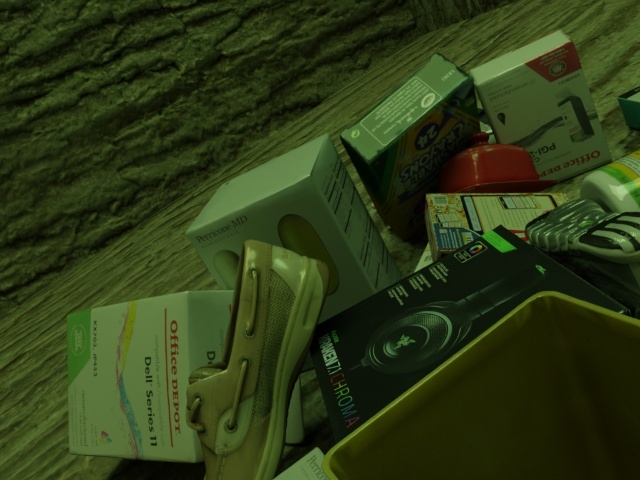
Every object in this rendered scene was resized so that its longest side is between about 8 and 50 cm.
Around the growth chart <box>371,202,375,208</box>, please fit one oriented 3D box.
[{"bbox_3d":[0.237,-0.117,1.290,0.237,0.021,0.172,-3,31,50],"label":"growth chart"}]

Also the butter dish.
[{"bbox_3d":[0.259,-0.113,0.998,0.160,0.119,0.160,-6,-8,-21],"label":"butter dish"}]

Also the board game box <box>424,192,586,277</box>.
[{"bbox_3d":[0.241,-0.011,0.829,0.193,0.045,0.147,0,33,4],"label":"board game box"}]

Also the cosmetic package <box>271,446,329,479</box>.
[{"bbox_3d":[-0.058,0.301,0.556,0.231,0.086,0.117,-35,21,-13],"label":"cosmetic package"}]

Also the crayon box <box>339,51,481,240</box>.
[{"bbox_3d":[0.174,-0.132,1.069,0.203,0.323,0.083,-40,60,-2],"label":"crayon box"}]

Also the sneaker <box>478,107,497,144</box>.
[{"bbox_3d":[0.269,-0.224,1.263,0.320,0.128,0.126,-12,-3,28],"label":"sneaker"}]

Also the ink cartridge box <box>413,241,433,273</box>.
[{"bbox_3d":[0.212,0.019,0.917,0.104,0.062,0.181,-13,25,33],"label":"ink cartridge box"}]

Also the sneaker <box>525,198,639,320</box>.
[{"bbox_3d":[0.299,0.034,0.675,0.086,0.132,0.229,-28,8,5],"label":"sneaker"}]

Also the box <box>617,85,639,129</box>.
[{"bbox_3d":[0.578,-0.206,0.978,0.100,0.060,0.244,-27,19,4],"label":"box"}]

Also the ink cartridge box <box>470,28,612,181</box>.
[{"bbox_3d":[0.361,-0.204,1.036,0.158,0.218,0.092,-23,25,17],"label":"ink cartridge box"}]

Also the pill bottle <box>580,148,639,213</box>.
[{"bbox_3d":[0.438,-0.066,0.707,0.245,0.136,0.136,-27,19,6],"label":"pill bottle"}]

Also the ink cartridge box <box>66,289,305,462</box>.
[{"bbox_3d":[-0.194,0.177,0.838,0.353,0.207,0.119,-13,-12,38],"label":"ink cartridge box"}]

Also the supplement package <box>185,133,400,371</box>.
[{"bbox_3d":[-0.026,0.021,0.937,0.199,0.263,0.198,-23,20,17],"label":"supplement package"}]

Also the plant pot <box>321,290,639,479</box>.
[{"bbox_3d":[0.162,0.186,0.384,0.212,0.187,0.212,-33,20,-14],"label":"plant pot"}]

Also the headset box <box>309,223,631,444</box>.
[{"bbox_3d":[0.150,0.127,0.633,0.282,0.131,0.246,-28,20,1],"label":"headset box"}]

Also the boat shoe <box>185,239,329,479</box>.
[{"bbox_3d":[-0.093,0.169,0.678,0.121,0.110,0.342,153,135,-71],"label":"boat shoe"}]
